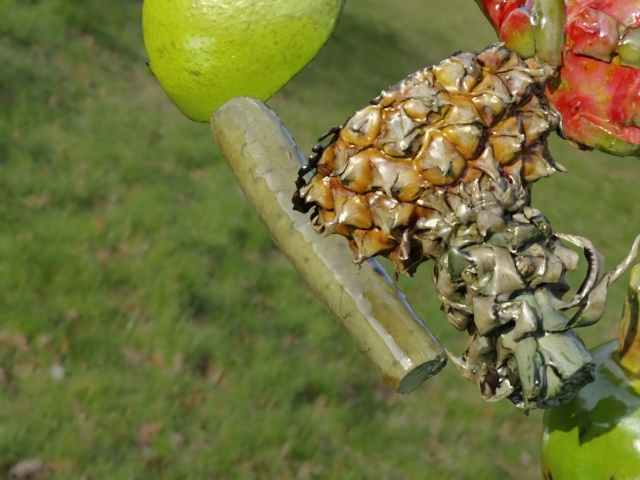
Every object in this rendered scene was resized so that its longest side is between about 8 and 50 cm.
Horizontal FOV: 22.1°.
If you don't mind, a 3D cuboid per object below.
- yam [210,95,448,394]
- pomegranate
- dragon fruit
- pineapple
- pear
[{"bbox_3d":[0.000,0.000,1.625,0.083,0.083,0.371,3,43,-45],"label":"yam"},{"bbox_3d":[0.316,0.156,1.555,0.236,0.302,0.236,-9,29,5],"label":"pomegranate"},{"bbox_3d":[0.301,-0.207,1.664,0.302,0.231,0.237,41,-14,-12],"label":"dragon fruit"},{"bbox_3d":[0.145,0.017,1.379,0.262,0.262,0.272,0,53,-47],"label":"pineapple"},{"bbox_3d":[-0.088,-0.298,1.967,0.239,0.288,0.139,2,-14,31],"label":"pear"}]
